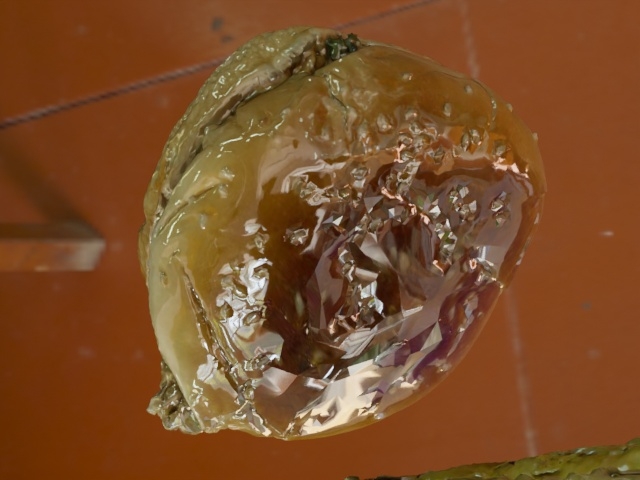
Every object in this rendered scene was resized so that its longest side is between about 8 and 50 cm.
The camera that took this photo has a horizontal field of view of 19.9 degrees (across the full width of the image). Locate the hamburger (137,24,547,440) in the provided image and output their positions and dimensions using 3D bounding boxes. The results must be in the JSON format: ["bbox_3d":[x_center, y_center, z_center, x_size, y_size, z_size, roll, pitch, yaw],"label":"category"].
[{"bbox_3d":[0.000,0.000,1.099,0.286,0.243,0.146,-33,40,-9],"label":"hamburger"}]

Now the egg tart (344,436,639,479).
[{"bbox_3d":[0.091,0.137,0.800,0.252,0.232,0.098,-9,82,50],"label":"egg tart"}]
